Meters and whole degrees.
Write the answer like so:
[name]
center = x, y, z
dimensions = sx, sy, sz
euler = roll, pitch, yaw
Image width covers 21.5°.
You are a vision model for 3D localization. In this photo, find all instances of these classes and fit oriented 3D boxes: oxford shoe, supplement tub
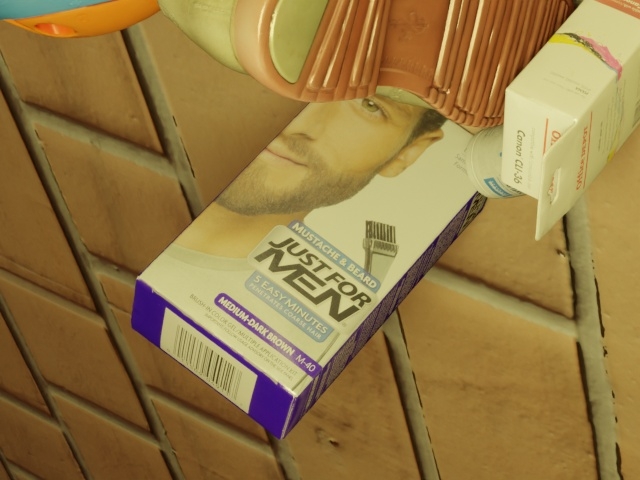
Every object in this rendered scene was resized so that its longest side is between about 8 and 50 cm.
[oxford shoe]
center = 0.051, -0.175, 1.290
dimensions = 0.146, 0.397, 0.140
euler = 23, 103, 40
[supplement tub]
center = 0.190, -0.077, 1.535
dimensions = 0.071, 0.071, 0.107
euler = 51, 149, -17

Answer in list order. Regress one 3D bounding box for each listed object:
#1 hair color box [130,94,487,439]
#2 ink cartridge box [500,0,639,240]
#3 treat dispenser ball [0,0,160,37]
[hair color box]
center = 0.000, 0.000, 1.593
dimensions = 0.185, 0.339, 0.110
euler = 36, 149, 11
[ink cartridge box]
center = 0.203, -0.107, 1.346
dimensions = 0.067, 0.198, 0.115
euler = 28, 148, 24
[treat dispenser ball]
center = -0.221, -0.322, 1.478
dimensions = 0.288, 0.288, 0.288
euler = 30, 149, 20
